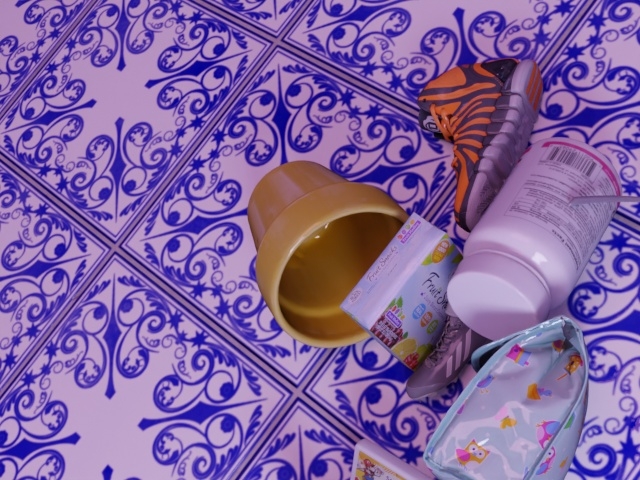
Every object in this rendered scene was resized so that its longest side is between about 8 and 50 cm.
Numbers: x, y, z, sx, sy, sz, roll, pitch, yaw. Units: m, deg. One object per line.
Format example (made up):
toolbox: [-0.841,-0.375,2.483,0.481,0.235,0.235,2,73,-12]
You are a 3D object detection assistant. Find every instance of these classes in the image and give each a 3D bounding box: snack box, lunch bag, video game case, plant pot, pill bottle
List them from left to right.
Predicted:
plant pot: [0.000,0.000,1.542,0.254,0.254,0.239,-41,40,2]
snack box: [0.139,0.081,1.443,0.070,0.207,0.174,36,84,34]
video game case: [0.128,0.401,1.322,0.227,0.026,0.206,26,123,33]
lunch bag: [0.267,0.232,1.298,0.160,0.223,0.262,28,79,27]
pill bottle: [0.298,-0.001,1.382,0.160,0.160,0.283,16,51,31]

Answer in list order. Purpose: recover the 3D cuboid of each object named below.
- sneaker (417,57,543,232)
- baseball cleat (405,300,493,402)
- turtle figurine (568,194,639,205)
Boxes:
sneaker: [0.232,-0.153,1.580,0.180,0.124,0.321,6,58,32]
baseball cleat: [0.192,0.142,1.448,0.206,0.109,0.072,-38,21,-3]
turtle figurine: [0.534,-0.039,1.299,0.266,0.275,0.198,-44,9,-22]
